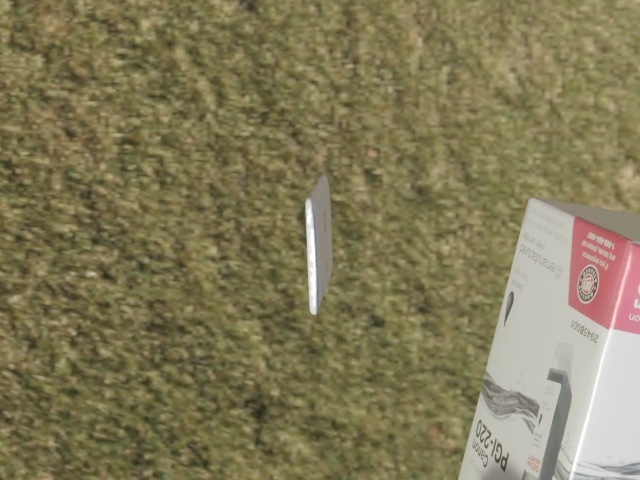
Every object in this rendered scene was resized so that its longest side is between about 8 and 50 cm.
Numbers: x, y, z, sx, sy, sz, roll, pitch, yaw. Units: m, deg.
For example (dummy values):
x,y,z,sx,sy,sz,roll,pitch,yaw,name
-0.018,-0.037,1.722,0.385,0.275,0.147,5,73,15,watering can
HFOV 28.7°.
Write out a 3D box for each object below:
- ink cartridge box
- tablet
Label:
x,y,z,sx,sy,sz,roll,pitch,yaw,name
0.157,0.097,0.715,0.092,0.158,0.217,10,99,-12,ink cartridge box
0.000,0.000,0.600,0.083,0.006,0.054,-68,156,-78,tablet
